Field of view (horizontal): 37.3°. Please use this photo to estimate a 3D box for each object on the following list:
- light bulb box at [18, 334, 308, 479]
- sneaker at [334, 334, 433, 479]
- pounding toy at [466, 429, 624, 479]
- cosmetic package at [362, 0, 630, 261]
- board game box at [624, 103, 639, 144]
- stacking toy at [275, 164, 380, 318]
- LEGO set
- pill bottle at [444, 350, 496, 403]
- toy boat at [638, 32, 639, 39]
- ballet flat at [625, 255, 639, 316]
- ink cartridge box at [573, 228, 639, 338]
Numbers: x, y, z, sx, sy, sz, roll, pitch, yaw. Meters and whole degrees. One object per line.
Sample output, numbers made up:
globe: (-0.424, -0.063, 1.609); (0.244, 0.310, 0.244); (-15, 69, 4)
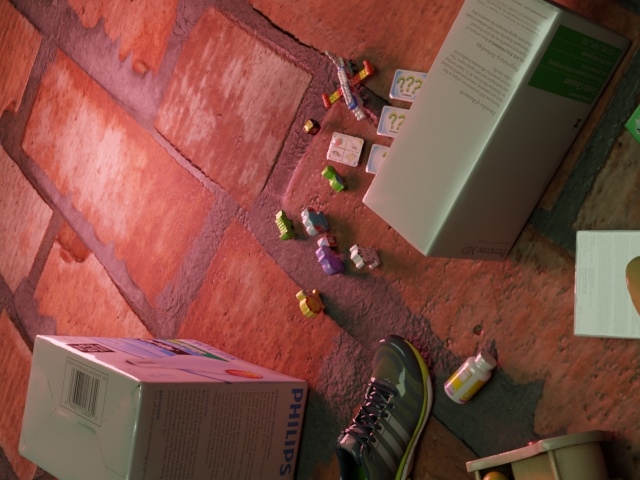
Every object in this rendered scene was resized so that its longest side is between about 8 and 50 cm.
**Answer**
light bulb box: (-0.278, 0.314, 1.678); (0.358, 0.361, 0.225); (12, 93, 45)
sneaker: (0.091, 0.295, 1.478); (0.111, 0.121, 0.299); (10, 93, 45)
pounding toy: (0.319, 0.332, 1.223); (0.269, 0.154, 0.154); (-28, 67, 41)
cosmetic package: (0.239, -0.161, 1.321); (0.155, 0.197, 0.365); (42, 117, 38)
board game box: (0.497, -0.170, 1.081); (0.213, 0.046, 0.317); (63, 151, 29)
stacking toy: (0.000, 0.000, 1.647); (0.167, 0.052, 0.221); (-41, 58, 35)
LEGO set: (0.061, -0.216, 1.604); (0.244, 0.060, 0.182); (21, 97, 45)
pill bottle: (0.224, 0.202, 1.408); (0.083, 0.043, 0.043); (-52, 53, 28)
toy boat: (0.373, -0.386, 1.214); (0.318, 0.267, 0.148); (40, 126, 6)
ballet flat: (0.452, 0.114, 1.147); (0.080, 0.073, 0.232); (-25, 76, -7)
ink cartridge box: (0.424, 0.058, 1.237); (0.179, 0.045, 0.145); (1, 86, 27)
